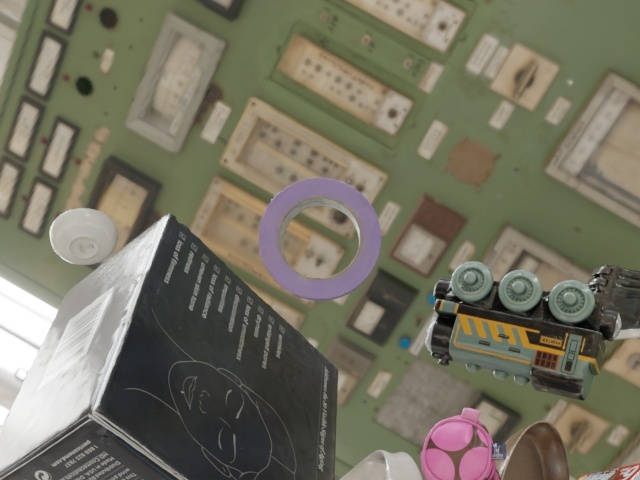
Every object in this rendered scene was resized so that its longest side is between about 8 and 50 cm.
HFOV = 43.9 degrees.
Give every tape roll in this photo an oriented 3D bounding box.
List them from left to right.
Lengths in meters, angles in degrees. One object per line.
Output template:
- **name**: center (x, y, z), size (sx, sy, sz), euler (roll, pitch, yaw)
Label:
- **tape roll**: center (0.000, 0.000, 1.248), size (0.189, 0.189, 0.080), euler (-61, -4, -5)

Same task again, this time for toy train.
- **toy train**: center (0.347, 0.157, 1.401), size (0.142, 0.333, 0.190), euler (49, -123, -59)

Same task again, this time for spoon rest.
- **spoon rest**: center (0.078, 0.366, 1.149), size (0.276, 0.137, 0.084), euler (118, 157, -56)

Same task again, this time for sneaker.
- **sneaker**: center (0.512, 0.124, 1.535), size (0.104, 0.295, 0.147), euler (123, 142, -78)

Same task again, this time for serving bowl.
- **serving bowl**: center (-0.295, 0.001, 0.992), size (0.083, 0.083, 0.027), euler (-62, 29, 30)

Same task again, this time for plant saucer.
- **plant saucer**: center (0.334, 0.452, 1.313), size (0.310, 0.050, 0.311), euler (0, -90, -53)

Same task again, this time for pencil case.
- **pencil case**: center (0.183, 0.286, 0.987), size (0.209, 0.095, 0.098), euler (68, -147, -58)

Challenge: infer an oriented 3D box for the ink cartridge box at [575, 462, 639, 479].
- **ink cartridge box**: center (0.617, 0.646, 1.788), size (0.271, 0.130, 0.309), euler (-35, -12, -22)

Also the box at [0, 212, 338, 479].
- **box**: center (-0.225, 0.302, 1.316), size (0.297, 0.472, 0.480), euler (-35, 26, 24)
